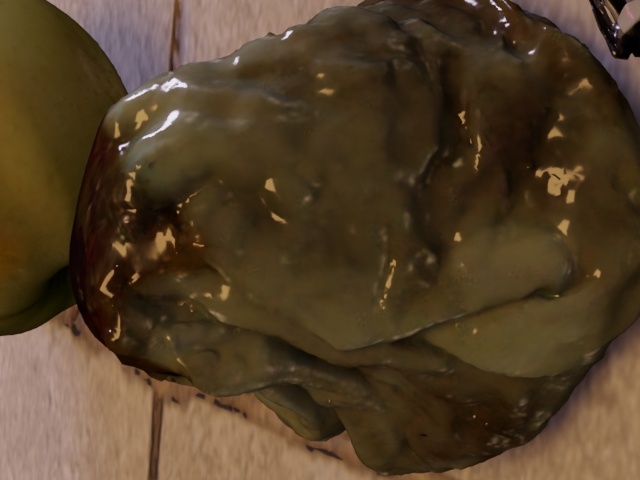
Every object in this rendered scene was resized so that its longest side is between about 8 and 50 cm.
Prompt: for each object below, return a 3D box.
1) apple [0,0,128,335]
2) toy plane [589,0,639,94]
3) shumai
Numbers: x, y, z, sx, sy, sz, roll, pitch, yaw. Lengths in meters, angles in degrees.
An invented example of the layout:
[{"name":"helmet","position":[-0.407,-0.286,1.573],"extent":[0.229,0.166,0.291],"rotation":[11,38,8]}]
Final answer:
[{"name":"apple","position":[-0.259,-0.061,1.154],"extent":[0.279,0.279,0.279],"rotation":[6,98,47]},{"name":"toy plane","position":[0.166,-0.170,0.827],"extent":[0.078,0.053,0.197],"rotation":[-45,61,49]},{"name":"shumai","position":[0.000,0.000,0.864],"extent":[0.304,0.263,0.309],"rotation":[5,97,49]}]
